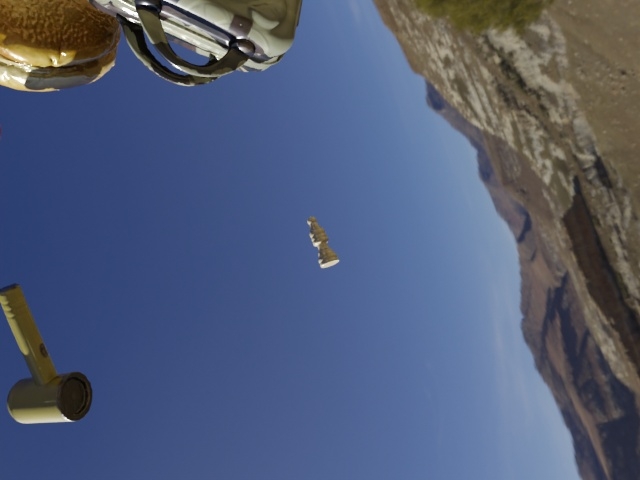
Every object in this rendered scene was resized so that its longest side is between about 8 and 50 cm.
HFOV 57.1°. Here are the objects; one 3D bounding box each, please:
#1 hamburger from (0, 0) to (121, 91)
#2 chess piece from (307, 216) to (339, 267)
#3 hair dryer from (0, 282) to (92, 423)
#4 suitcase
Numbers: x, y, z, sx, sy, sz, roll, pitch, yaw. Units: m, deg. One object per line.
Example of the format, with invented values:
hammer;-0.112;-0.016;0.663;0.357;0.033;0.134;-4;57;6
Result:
hamburger;-0.501;-0.403;1.026;0.314;0.170;0.289;-12;-106;-41
chess piece;0.000;0.000;1.030;0.035;0.035;0.092;15;-129;-66
hair dryer;-0.542;0.214;1.101;0.090;0.135;0.278;-50;-52;-64
suitcase;-0.185;-0.415;0.924;0.352;0.194;0.338;16;-102;-35
